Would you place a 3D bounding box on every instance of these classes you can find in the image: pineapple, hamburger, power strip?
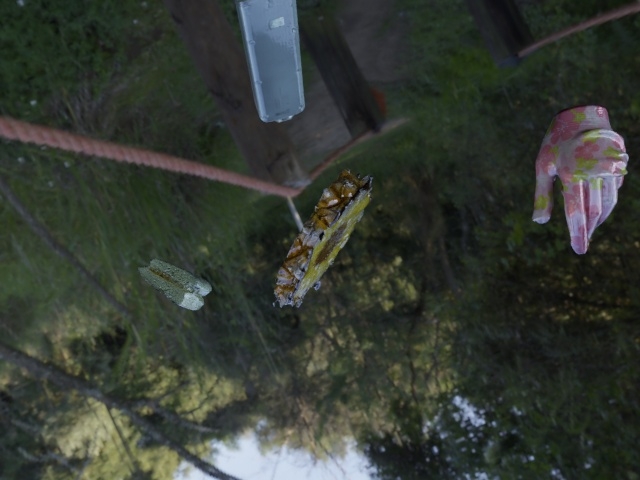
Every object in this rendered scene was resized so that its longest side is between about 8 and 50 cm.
[{"bbox_3d":[0.000,0.000,0.977,0.221,0.047,0.221,-55,170,-15],"label":"pineapple"},{"bbox_3d":[-0.227,0.068,1.203,0.054,0.121,0.084,-65,156,-1],"label":"hamburger"},{"bbox_3d":[-0.052,-0.211,0.820,0.060,0.027,0.252,-18,156,-6],"label":"power strip"}]

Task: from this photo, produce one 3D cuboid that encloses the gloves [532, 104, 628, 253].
[{"bbox_3d":[0.448,-0.101,1.275,0.145,0.241,0.126,1,168,-19],"label":"gloves"}]
